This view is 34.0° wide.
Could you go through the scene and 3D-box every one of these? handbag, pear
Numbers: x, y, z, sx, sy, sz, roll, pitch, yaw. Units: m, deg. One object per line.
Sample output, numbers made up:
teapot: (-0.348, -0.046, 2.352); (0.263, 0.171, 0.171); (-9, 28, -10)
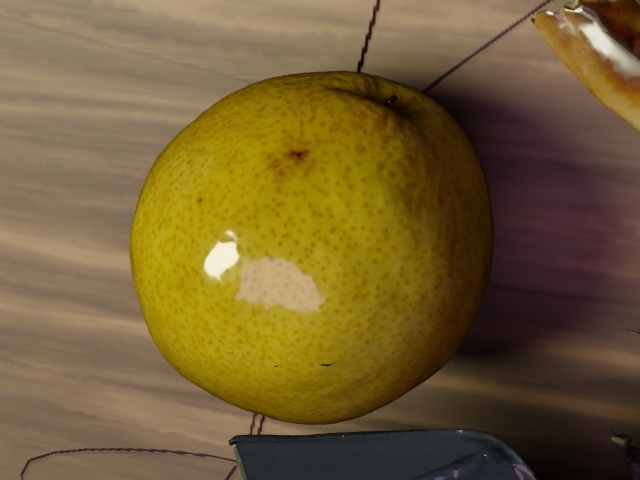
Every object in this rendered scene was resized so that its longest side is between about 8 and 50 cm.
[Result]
handbag: (0.077, 0.245, 0.667); (0.269, 0.118, 0.325); (-6, 128, 45)
pear: (0.000, 0.000, 0.596); (0.209, 0.209, 0.208); (7, 118, 13)

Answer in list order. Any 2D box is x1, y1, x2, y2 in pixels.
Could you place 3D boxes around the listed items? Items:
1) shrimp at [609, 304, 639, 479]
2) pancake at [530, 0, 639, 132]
shrimp: (0.242, 0.135, 0.611); (0.137, 0.172, 0.372); (-6, 113, 18)
pancake: (0.262, -0.087, 0.515); (0.257, 0.056, 0.212); (-27, 82, 26)
